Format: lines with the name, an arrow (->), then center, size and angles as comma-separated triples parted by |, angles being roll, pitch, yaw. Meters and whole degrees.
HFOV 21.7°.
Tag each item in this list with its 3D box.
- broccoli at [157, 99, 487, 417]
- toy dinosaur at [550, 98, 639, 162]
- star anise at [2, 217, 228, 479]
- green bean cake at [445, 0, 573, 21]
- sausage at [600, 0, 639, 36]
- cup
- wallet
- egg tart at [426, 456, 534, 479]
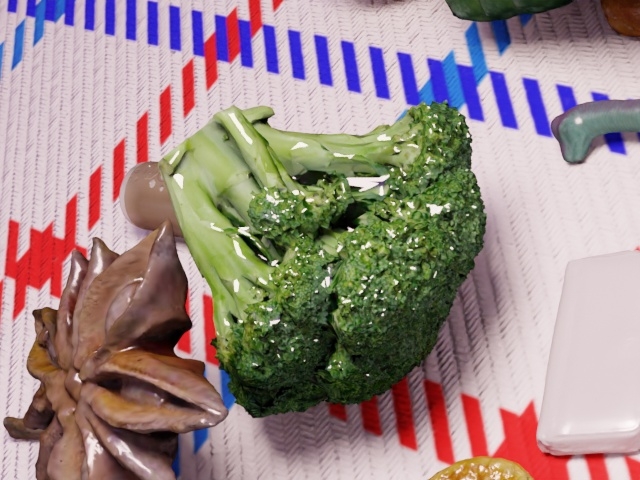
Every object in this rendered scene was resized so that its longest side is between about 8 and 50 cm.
broccoli -> 0.000, 0.000, 1.380 | 0.308, 0.275, 0.308 | -40, 8, 7
toy dinosaur -> 0.370, -0.213, 1.382 | 0.331, 0.129, 0.383 | 21, 103, 35
star anise -> -0.180, 0.126, 1.444 | 0.349, 0.109, 0.292 | -60, 35, 32
green bean cake -> 0.261, -0.340, 1.540 | 0.300, 0.169, 0.308 | -38, 15, -22
sausage -> 0.394, -0.227, 1.488 | 0.302, 0.076, 0.103 | 8, 55, 39
cup -> -0.140, -0.053, 1.680 | 0.099, 0.074, 0.102 | 9, 56, 40
wallet -> 0.228, 0.086, 1.330 | 0.095, 0.033, 0.190 | -4, 49, 29
egg tart -> 0.114, 0.224, 1.255 | 0.130, 0.052, 0.130 | -17, 43, 17
